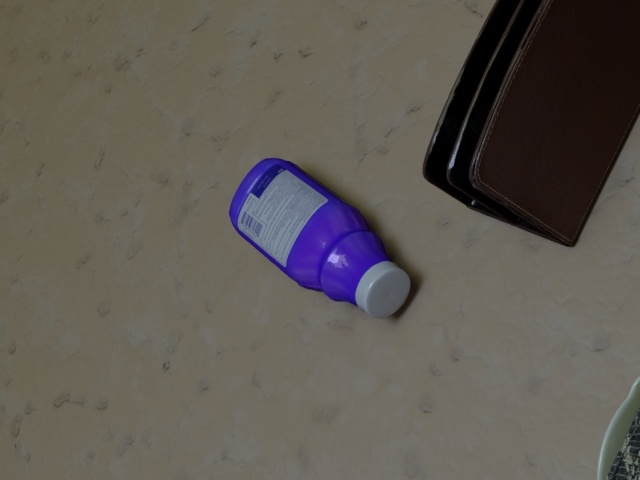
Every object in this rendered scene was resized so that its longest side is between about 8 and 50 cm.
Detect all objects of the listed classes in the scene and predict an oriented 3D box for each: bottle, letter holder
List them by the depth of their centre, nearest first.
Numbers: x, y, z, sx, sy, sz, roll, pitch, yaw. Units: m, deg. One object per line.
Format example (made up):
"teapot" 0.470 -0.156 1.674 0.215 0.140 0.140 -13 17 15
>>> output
"letter holder" 0.225 -0.181 1.368 0.152 0.214 0.302 25 89 45
"bottle" 0.000 0.000 1.571 0.283 0.092 0.118 37 97 45

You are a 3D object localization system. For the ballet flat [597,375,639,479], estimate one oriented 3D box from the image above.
"ballet flat" 0.351 0.138 1.169 0.482 0.164 0.182 -62 18 3
